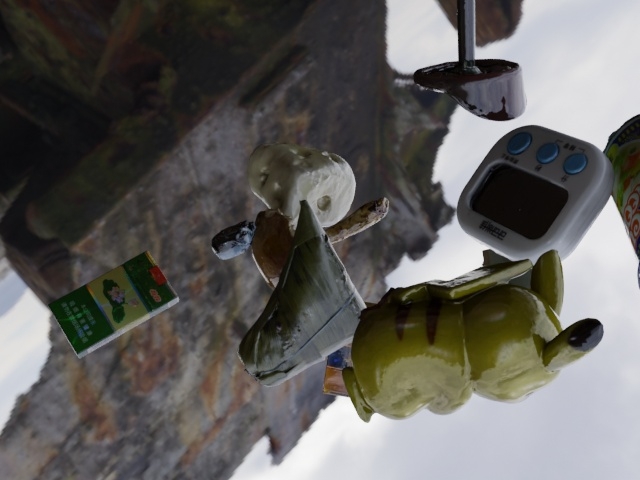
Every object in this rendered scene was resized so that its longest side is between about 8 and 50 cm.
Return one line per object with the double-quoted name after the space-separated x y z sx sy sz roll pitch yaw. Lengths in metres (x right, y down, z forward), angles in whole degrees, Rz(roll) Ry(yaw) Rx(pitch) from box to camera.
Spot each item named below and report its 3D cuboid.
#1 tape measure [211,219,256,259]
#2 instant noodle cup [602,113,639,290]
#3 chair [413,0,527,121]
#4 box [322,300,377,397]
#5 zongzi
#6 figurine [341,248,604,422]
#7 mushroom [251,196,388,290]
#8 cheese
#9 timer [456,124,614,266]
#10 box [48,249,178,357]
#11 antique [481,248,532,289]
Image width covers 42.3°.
-0.183 0.000 1.721 0.091 0.054 0.094 -18 -159 20 "tape measure"
0.611 -0.064 1.367 0.284 0.284 0.312 -34 -148 20 "instant noodle cup"
0.281 -0.434 1.586 0.226 0.401 0.226 -5 -161 2 "chair"
0.094 0.259 1.931 0.070 0.152 0.237 -73 171 -62 "box"
-0.066 0.099 1.465 0.250 0.274 0.125 -31 -162 -11 "zongzi"
0.193 0.126 1.076 0.326 0.169 0.218 -8 -154 16 "figurine"
-0.004 0.032 1.862 0.301 0.208 0.233 0 159 -14 "mushroom"
-0.041 -0.141 1.999 0.251 0.247 0.174 35 -66 45 "cheese"
0.374 -0.078 1.451 0.237 0.087 0.262 -57 -143 2 "timer"
-0.430 0.130 1.726 0.235 0.132 0.034 -29 160 -19 "box"
0.461 0.084 1.925 0.147 0.147 0.152 -13 170 31 "antique"
